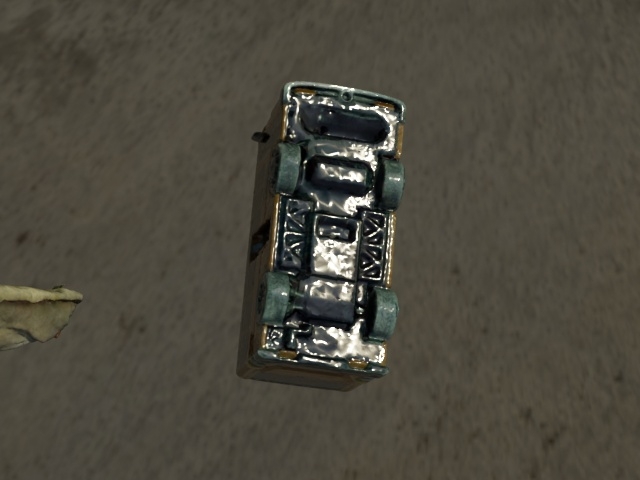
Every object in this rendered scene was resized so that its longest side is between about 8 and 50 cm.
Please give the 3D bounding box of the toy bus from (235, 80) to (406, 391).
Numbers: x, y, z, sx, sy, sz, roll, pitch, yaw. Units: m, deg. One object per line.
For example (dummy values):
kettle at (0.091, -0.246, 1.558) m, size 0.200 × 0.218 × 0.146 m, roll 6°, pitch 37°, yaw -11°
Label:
toy bus at (0.000, 0.000, 1.132) m, size 0.091 × 0.103 × 0.182 m, roll 8°, pitch 74°, yaw -12°

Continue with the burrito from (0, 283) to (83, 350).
burrito at (-0.218, 0.048, 1.117) m, size 0.051 × 0.171 × 0.042 m, roll -53°, pitch 56°, yaw 24°
